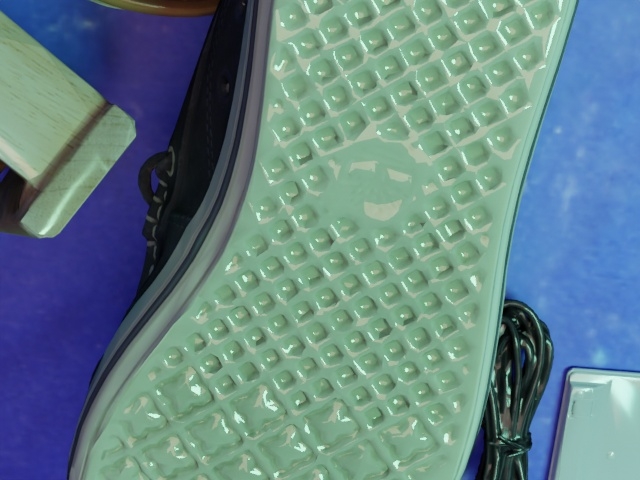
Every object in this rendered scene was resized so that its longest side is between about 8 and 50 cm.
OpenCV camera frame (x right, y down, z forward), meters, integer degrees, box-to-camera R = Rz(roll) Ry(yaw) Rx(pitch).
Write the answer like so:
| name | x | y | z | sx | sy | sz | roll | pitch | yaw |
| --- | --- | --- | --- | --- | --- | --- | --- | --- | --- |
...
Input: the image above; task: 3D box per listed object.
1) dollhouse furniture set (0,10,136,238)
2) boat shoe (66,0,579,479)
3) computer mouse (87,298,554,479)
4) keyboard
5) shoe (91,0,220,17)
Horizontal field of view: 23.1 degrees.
| name | x | y | z | sx | sy | sz | roll | pitch | yaw |
| --- | --- | --- | --- | --- | --- | --- | --- | --- | --- |
| dollhouse furniture set | -0.315 | 0.022 | 0.700 | 0.256 | 0.362 | 0.394 | 40 | 79 | -16 |
| boat shoe | 0.000 | 0.000 | 0.763 | 0.186 | 0.156 | 0.500 | 14 | 113 | -7 |
| computer mouse | 0.000 | 0.123 | 0.897 | 0.262 | 0.060 | 0.184 | -3 | 103 | -9 |
| keyboard | 0.168 | 0.192 | 0.962 | 0.072 | 0.014 | 0.256 | 2 | 116 | -7 |
| shoe | -0.136 | -0.164 | 0.772 | 0.219 | 0.058 | 0.077 | 16 | 93 | -12 |
